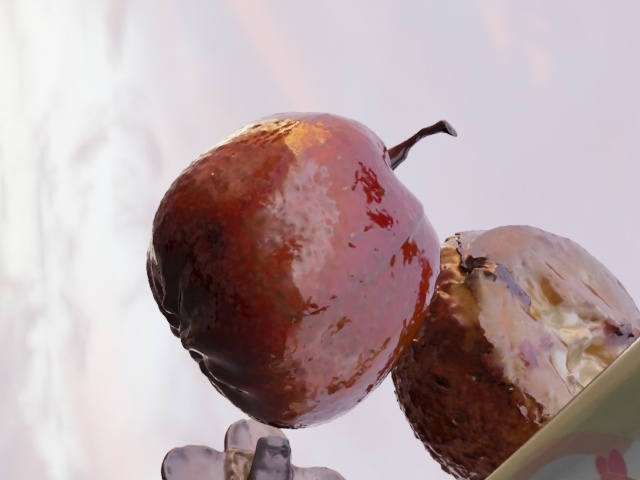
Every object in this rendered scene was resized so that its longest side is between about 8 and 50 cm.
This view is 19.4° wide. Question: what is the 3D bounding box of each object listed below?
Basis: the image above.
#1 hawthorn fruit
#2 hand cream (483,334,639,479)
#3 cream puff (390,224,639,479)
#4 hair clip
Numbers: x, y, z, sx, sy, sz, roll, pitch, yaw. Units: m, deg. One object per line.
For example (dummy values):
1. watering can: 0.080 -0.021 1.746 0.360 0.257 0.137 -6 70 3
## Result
1. hawthorn fruit: 0.000 0.000 1.013 0.157 0.194 0.157 43 -14 14
2. hand cream: 0.208 0.109 1.128 0.306 0.147 0.093 -50 -155 27
3. cream puff: 0.149 0.098 1.391 0.164 0.240 0.240 -34 -123 42
4. hair clip: -0.043 0.235 1.306 0.075 0.146 0.257 132 -34 -54
